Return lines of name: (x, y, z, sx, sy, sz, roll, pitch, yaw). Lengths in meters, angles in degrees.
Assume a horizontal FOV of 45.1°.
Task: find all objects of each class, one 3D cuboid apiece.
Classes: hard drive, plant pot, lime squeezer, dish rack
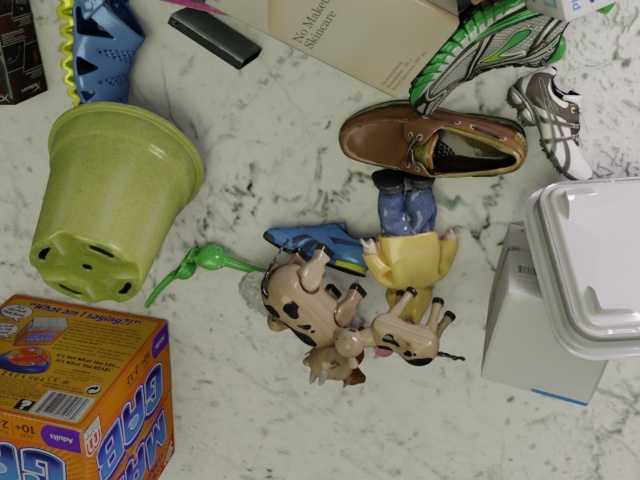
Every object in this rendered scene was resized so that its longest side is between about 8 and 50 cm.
hard drive: (-0.168, -0.328, 1.241, 0.135, 0.094, 0.022, 33, 120, -2)
plant pot: (-0.355, -0.044, 1.287, 0.276, 0.254, 0.276, 4, 141, 3)
lime squeezer: (-0.228, 0.058, 1.478, 0.310, 0.059, 0.110, -13, 141, 19)
dish rack: (0.476, 0.018, 1.093, 0.332, 0.285, 0.072, -3, 149, -4)

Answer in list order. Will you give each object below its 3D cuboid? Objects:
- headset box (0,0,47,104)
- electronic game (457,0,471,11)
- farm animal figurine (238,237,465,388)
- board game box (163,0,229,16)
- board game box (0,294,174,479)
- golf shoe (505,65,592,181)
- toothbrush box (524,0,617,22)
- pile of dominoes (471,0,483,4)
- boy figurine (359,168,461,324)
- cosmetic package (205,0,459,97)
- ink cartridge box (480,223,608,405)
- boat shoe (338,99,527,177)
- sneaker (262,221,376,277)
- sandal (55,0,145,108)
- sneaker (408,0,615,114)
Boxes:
headset box: (-0.621, -0.389, 1.329, 0.218, 0.110, 0.293, 2, 116, 14)
electronic game: (0.150, -0.438, 1.126, 0.229, 0.048, 0.229, 4, 108, 13)
farm animal figurine: (0.026, 0.147, 1.290, 0.327, 0.172, 0.330, 40, 150, -9)
board game box: (-0.128, -0.457, 1.169, 0.303, 0.097, 0.224, 15, 117, 8)
board game box: (-0.529, 0.368, 1.526, 0.356, 0.356, 0.356, 8, 117, 11)
golf shoe: (0.372, -0.174, 1.177, 0.094, 0.077, 0.198, -34, 103, 26)
toothbrush box: (0.382, -0.430, 0.937, 0.295, 0.126, 0.216, -22, 116, 1)
pile of dominoes: (0.178, -0.435, 0.986, 0.040, 0.196, 0.251, -25, 95, -10)
boy figurine: (0.157, 0.018, 1.319, 0.177, 0.092, 0.285, -13, 117, -9)
cosmetic package: (0.018, -0.340, 1.054, 0.309, 0.113, 0.160, 20, 137, -21)
ink cartridge box: (0.362, 0.109, 1.226, 0.171, 0.233, 0.168, 14, 120, 9)
boat shoe: (0.171, -0.157, 1.223, 0.307, 0.104, 0.111, 2, 115, 15)
sneaker: (0.000, 0.000, 1.380, 0.209, 0.069, 0.082, 16, 83, 19)
sandal: (-0.355, -0.334, 1.279, 0.138, 0.126, 0.317, 1, 117, 10)
sneaker: (0.271, -0.288, 1.117, 0.343, 0.134, 0.146, -36, 102, 26)
